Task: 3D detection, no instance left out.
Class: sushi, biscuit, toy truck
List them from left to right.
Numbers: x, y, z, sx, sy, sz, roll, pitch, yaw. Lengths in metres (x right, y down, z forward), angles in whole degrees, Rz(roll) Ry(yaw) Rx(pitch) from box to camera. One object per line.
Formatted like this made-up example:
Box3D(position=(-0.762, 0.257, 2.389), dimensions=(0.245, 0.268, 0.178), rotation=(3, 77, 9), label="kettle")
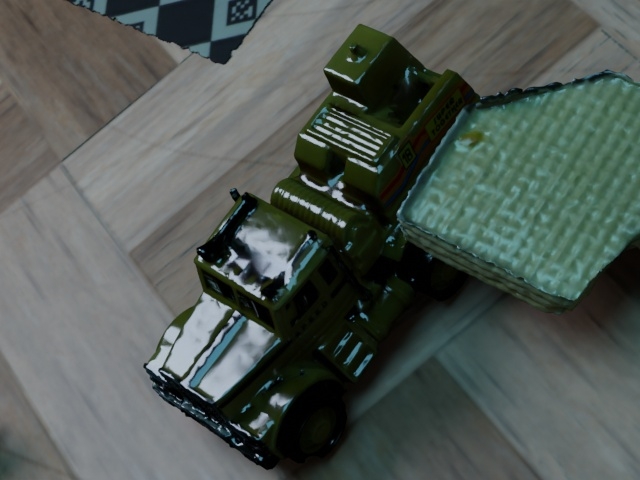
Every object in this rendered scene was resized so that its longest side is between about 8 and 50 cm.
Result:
Box3D(position=(-0.095, -0.266, 1.244), dimensions=(0.219, 0.047, 0.231), rotation=(25, 73, 35), label="sushi")
Box3D(position=(0.001, 0.004, 0.979), dimensions=(0.127, 0.127, 0.257), rotation=(29, 79, 35), label="toy truck")
Box3D(position=(0.181, -0.007, 0.903), dimensions=(0.250, 0.046, 0.147), rotation=(27, 72, 17), label="biscuit")
